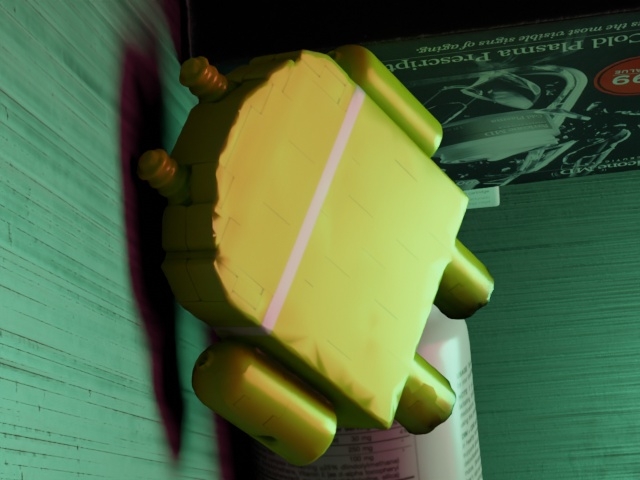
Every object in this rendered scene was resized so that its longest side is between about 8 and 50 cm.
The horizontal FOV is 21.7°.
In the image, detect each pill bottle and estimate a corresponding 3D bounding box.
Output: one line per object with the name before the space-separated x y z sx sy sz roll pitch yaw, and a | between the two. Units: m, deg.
pill bottle | 0.029 0.126 1.161 0.160 0.160 0.283 -63 148 -76

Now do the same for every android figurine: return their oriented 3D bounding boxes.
android figurine | 0.000 0.000 0.987 0.273 0.056 0.248 39 61 -38

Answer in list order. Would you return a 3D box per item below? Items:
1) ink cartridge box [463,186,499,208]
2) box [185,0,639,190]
ink cartridge box | 0.121 -0.171 2.015 0.168 0.171 0.232 -87 169 -45
box | 0.101 -0.165 1.195 0.312 0.343 0.179 59 25 -72
